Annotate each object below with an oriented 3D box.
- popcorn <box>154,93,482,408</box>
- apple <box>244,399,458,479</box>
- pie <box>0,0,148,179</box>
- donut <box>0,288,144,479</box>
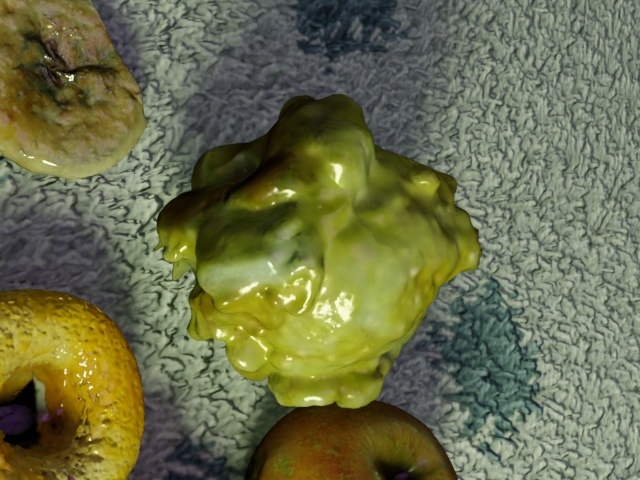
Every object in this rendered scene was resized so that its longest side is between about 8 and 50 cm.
[{"bbox_3d":[0.001,0.014,1.144,0.312,0.312,0.312,9,73,-33],"label":"popcorn"},{"bbox_3d":[0.028,0.285,1.164,0.237,0.207,0.236,25,47,-29],"label":"apple"},{"bbox_3d":[-0.281,-0.160,1.131,0.185,0.052,0.218,-34,97,-31],"label":"pie"},{"bbox_3d":[-0.273,0.156,1.027,0.253,0.118,0.253,23,58,-43],"label":"donut"}]
